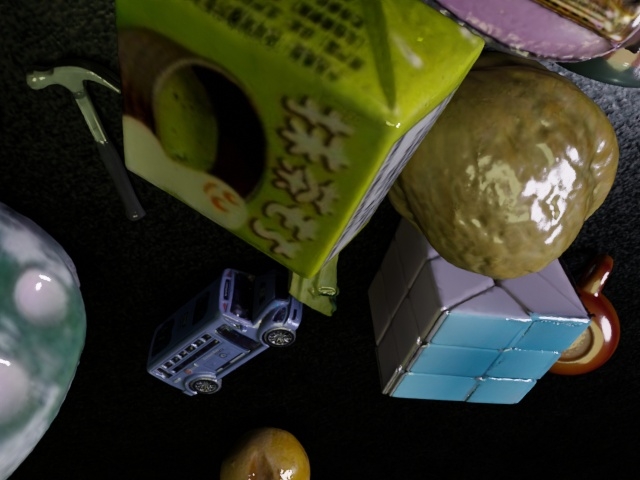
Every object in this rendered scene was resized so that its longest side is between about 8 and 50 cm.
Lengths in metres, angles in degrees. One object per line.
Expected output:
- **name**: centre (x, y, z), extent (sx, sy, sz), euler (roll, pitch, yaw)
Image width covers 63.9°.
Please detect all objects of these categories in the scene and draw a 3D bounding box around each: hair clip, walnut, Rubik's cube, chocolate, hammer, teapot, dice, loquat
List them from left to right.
- **dice**: centre (-0.558, 0.143, 0.696), extent (0.331, 0.348, 0.328), euler (-23, 131, 24)
- **hammer**: centre (-0.277, -0.120, 0.678), extent (0.103, 0.029, 0.246), euler (-7, 135, 2)
- **loquat**: centre (-0.128, 0.542, 1.199), extent (0.213, 0.213, 0.213), euler (-3, 133, -3)
- **chocolate**: centre (-0.053, -0.124, 0.502), extent (0.289, 0.137, 0.301), euler (31, 147, 2)
- **Rubik's cube**: centre (0.220, 0.096, 0.792), extent (0.231, 0.221, 0.224), euler (6, 133, -11)
- **hair clip**: centre (0.142, -0.259, 0.480), extent (0.359, 0.095, 0.110), euler (24, 111, -3)
- **walnut**: centre (0.204, -0.090, 0.611), extent (0.283, 0.227, 0.283), euler (7, 138, 6)
- **teapot**: centre (0.443, 0.129, 0.924), extent (0.178, 0.135, 0.252), euler (26, 112, 10)

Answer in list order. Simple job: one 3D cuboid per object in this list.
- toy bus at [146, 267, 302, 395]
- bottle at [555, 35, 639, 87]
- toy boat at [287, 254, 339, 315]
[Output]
- **toy bus**: centre (-0.163, 0.144, 0.870), extent (0.292, 0.125, 0.133), euler (-37, 126, 28)
- **bottle**: centre (0.331, -0.323, 0.465), extent (0.144, 0.144, 0.336), euler (3, 131, -8)
- **toy boat**: centre (-0.006, 0.001, 0.757), extent (0.084, 0.111, 0.276), euler (2, 134, -4)
